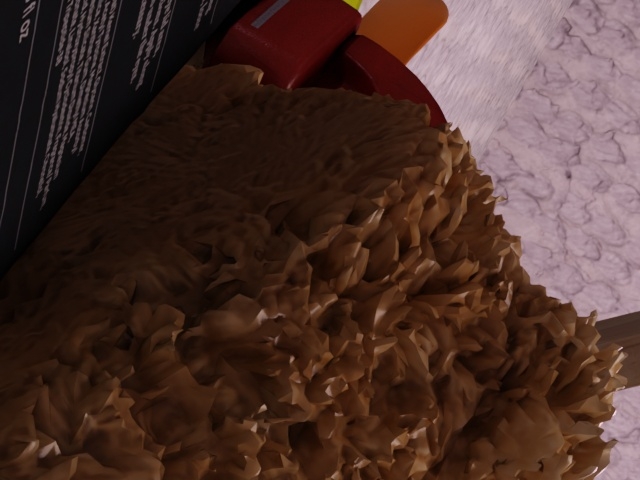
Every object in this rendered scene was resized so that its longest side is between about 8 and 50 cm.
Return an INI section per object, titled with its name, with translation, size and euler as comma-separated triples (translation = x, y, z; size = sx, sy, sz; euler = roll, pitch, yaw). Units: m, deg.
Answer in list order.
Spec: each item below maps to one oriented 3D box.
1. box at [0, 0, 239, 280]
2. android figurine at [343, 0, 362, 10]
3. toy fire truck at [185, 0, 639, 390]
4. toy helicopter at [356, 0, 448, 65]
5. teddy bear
[box]
translation = -0.043, -0.130, 0.347
size = 0.184, 0.103, 0.261
euler = -50, 169, -35
[android figurine]
translation = -0.048, -0.049, 0.893
size = 0.248, 0.056, 0.273
euler = -52, 170, -50
[toy fire truck]
translation = 0.000, 0.000, 0.625
size = 0.158, 0.246, 0.217
euler = -62, 173, 31
[toy helicopter]
translation = 0.019, -0.008, 1.197
size = 0.355, 0.140, 0.235
euler = -72, 167, -66
[teddy bear]
translation = -0.088, 0.086, 0.402
size = 0.338, 0.245, 0.113
euler = -51, 139, -48
